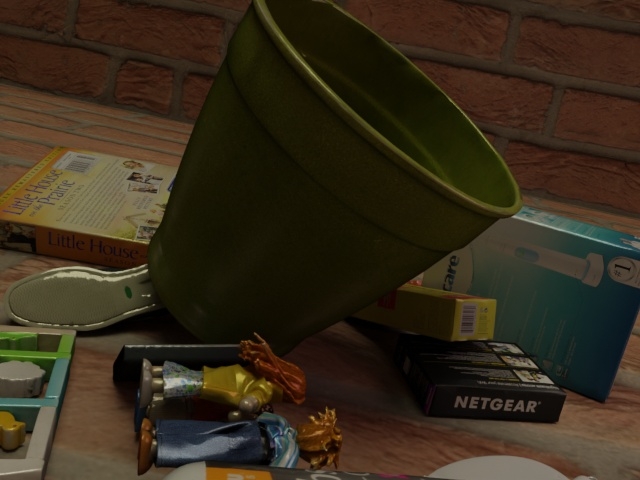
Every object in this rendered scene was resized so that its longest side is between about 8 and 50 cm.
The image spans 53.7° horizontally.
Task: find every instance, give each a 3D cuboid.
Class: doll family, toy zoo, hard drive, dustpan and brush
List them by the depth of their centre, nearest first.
[{"bbox_3d":[-0.071,0.160,0.542,0.163,0.118,0.263,6,17,-17],"label":"doll family"},{"bbox_3d":[-0.333,0.150,0.559,0.192,0.030,0.293,6,17,-16],"label":"toy zoo"},{"bbox_3d":[0.208,0.244,0.584,0.211,0.060,0.147,-12,28,-38],"label":"dustpan and brush"},{"bbox_3d":[-0.146,0.131,0.672,0.135,0.022,0.094,4,-23,-24],"label":"hard drive"}]

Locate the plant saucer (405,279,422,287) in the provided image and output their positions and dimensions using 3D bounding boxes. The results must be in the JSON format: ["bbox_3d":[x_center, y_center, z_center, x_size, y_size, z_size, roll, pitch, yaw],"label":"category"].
[{"bbox_3d":[0.193,0.093,1.135,0.083,0.013,0.083,10,17,-3],"label":"plant saucer"}]

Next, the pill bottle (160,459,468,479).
[{"bbox_3d":[-0.019,0.208,0.342,0.278,0.162,0.162,8,16,-11],"label":"pill bottle"}]

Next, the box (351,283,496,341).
[{"bbox_3d":[0.129,0.094,0.898,0.087,0.058,0.232,5,2,-35],"label":"box"}]

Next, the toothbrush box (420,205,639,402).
[{"bbox_3d":[0.310,0.069,0.936,0.295,0.216,0.126,18,17,25],"label":"toothbrush box"}]

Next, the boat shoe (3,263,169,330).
[{"bbox_3d":[-0.276,0.076,0.808,0.233,0.084,0.079,-6,-15,-29],"label":"boat shoe"}]

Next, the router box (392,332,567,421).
[{"bbox_3d":[0.198,0.173,0.809,0.179,0.046,0.133,7,17,-14],"label":"router box"}]

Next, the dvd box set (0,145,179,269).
[{"bbox_3d":[-0.309,-0.051,1.100,0.420,0.062,0.307,10,28,-4],"label":"dvd box set"}]

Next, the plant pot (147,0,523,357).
[{"bbox_3d":[-0.022,-0.047,0.757,0.366,0.353,0.366,32,28,-19],"label":"plant pot"}]
